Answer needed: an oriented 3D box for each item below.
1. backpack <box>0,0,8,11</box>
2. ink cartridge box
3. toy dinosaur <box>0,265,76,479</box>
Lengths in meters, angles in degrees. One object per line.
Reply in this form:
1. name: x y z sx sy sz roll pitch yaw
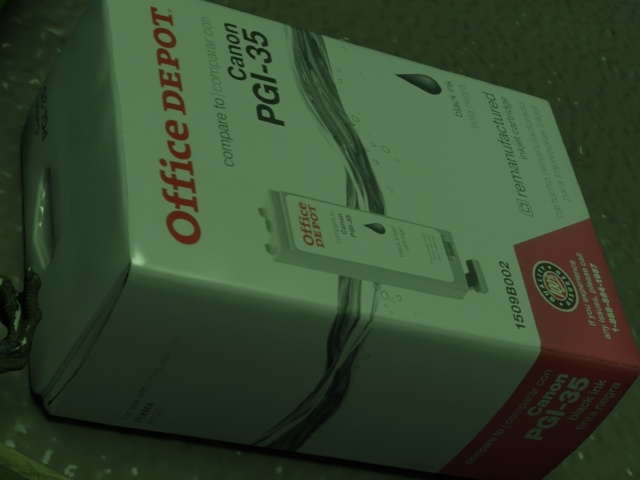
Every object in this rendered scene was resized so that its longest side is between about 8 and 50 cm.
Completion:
1. backpack: -0.233 -0.264 0.844 0.290 0.273 0.355 29 51 -18
2. ink cartridge box: 0.000 0.000 0.820 0.283 0.117 0.207 13 45 -26
3. toy dinosaur: -0.179 0.064 0.676 0.268 0.064 0.118 18 57 -21
